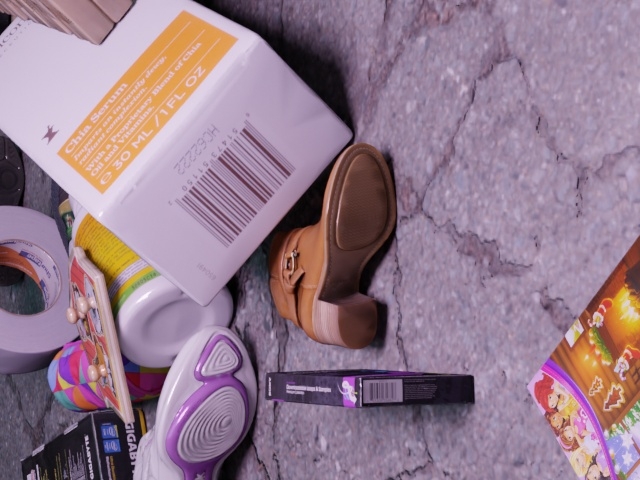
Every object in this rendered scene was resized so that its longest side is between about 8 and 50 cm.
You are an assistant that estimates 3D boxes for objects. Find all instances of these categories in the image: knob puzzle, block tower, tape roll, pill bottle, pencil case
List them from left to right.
[{"bbox_3d":[-0.409,0.065,1.838,0.072,0.219,0.219,-48,51,48],"label":"tape roll"},{"bbox_3d":[-0.316,-0.297,1.508,0.091,0.097,0.335,-52,38,-9],"label":"block tower"},{"bbox_3d":[-0.262,0.100,1.549,0.213,0.030,0.213,165,90,-71],"label":"knob puzzle"},{"bbox_3d":[-0.255,0.153,1.704,0.236,0.104,0.104,-24,70,56],"label":"pencil case"},{"bbox_3d":[-0.204,0.016,1.581,0.246,0.136,0.136,58,136,41],"label":"pill bottle"}]

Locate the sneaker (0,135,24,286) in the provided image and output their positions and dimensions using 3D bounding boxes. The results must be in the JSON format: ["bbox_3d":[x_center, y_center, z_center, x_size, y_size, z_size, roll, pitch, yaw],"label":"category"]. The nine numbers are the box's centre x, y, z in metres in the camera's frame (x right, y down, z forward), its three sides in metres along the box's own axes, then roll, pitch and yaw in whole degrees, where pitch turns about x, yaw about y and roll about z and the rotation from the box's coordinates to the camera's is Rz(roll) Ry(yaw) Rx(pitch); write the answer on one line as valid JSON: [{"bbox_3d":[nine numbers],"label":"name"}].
[{"bbox_3d":[-0.514,-0.048,2.132,0.130,0.087,0.228,7,101,52],"label":"sneaker"}]

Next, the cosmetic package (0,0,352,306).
[{"bbox_3d":[-0.191,-0.139,1.450,0.230,0.161,0.453,-50,37,-4],"label":"cosmetic package"}]

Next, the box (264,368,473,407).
[{"bbox_3d":[0.039,0.128,1.208,0.162,0.116,0.029,-8,82,58],"label":"box"}]

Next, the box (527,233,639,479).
[{"bbox_3d":[0.264,0.145,0.897,0.293,0.057,0.201,63,140,36],"label":"box"}]

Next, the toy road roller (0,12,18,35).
[{"bbox_3d":[-0.366,-0.364,1.793,0.240,0.202,0.330,-144,59,-66],"label":"toy road roller"}]

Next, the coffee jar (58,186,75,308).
[{"bbox_3d":[-0.274,0.007,1.734,0.079,0.096,0.184,-28,66,52],"label":"coffee jar"}]

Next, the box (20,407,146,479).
[{"bbox_3d":[-0.287,0.402,1.771,0.257,0.079,0.322,-37,60,52],"label":"box"}]

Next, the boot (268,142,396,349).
[{"bbox_3d":[0.000,0.000,1.316,0.152,0.073,0.197,18,103,61],"label":"boot"}]

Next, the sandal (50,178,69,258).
[{"bbox_3d":[-0.304,0.001,1.836,0.097,0.054,0.255,-37,69,61],"label":"sandal"}]

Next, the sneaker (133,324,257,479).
[{"bbox_3d":[-0.159,0.223,1.531,0.152,0.114,0.305,39,122,50],"label":"sneaker"}]
